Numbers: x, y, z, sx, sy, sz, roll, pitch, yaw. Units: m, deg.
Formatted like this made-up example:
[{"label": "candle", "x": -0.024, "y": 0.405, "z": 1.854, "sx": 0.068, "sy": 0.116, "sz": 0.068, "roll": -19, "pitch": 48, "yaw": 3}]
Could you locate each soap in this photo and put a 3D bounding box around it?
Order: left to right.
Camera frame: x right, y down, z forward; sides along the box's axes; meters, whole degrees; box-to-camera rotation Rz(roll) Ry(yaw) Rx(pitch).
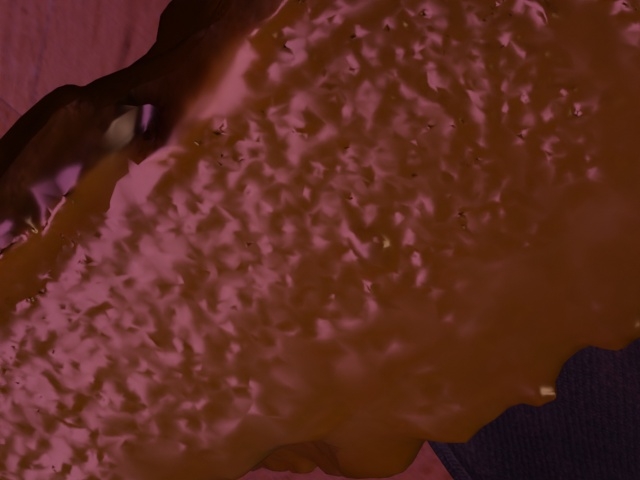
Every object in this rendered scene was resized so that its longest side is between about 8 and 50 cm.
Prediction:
[{"label": "soap", "x": 0.000, "y": 0.000, "z": 0.462, "sx": 0.169, "sy": 0.304, "sz": 0.338, "roll": 42, "pitch": 156, "yaw": -13}]

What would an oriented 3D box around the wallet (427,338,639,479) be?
[{"label": "wallet", "x": 0.167, "y": 0.097, "z": 0.674, "sx": 0.237, "sy": 0.075, "sz": 0.342, "roll": 50, "pitch": 157, "yaw": -6}]
